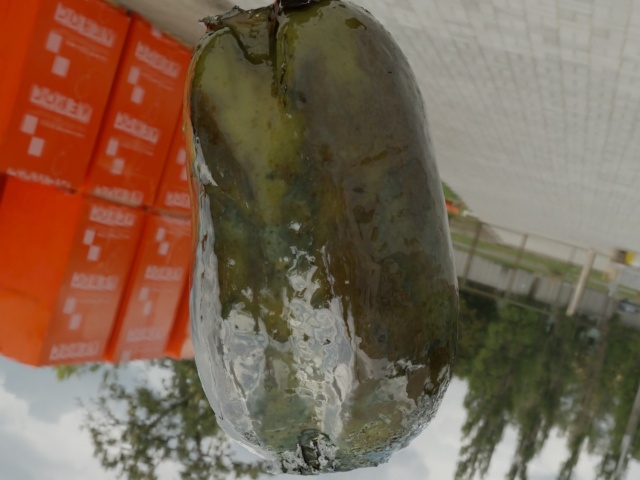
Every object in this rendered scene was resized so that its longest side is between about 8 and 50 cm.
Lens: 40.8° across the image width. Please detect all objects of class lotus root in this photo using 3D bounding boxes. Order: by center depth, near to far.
[{"bbox_3d":[0.000,0.000,0.499,0.151,0.275,0.160,-4,-178,1],"label":"lotus root"}]
